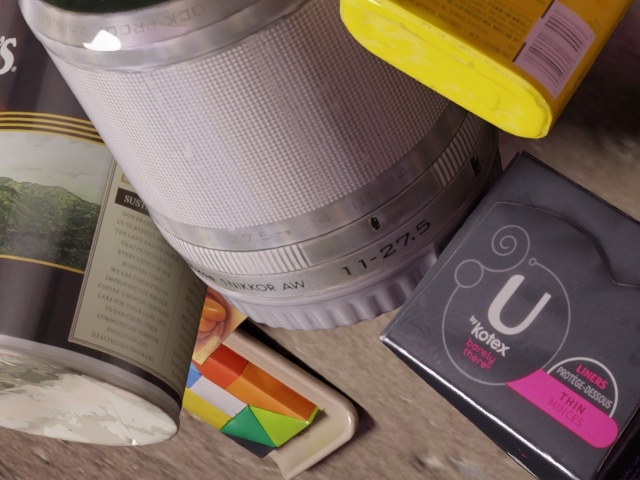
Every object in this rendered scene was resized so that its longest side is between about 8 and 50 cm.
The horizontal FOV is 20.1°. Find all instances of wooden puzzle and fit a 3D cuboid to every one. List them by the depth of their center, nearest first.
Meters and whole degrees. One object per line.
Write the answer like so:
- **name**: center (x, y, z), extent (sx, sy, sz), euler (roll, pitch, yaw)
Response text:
- **wooden puzzle**: center (-0.093, 0.135, 1.708), extent (0.238, 0.044, 0.221), euler (38, 154, -3)

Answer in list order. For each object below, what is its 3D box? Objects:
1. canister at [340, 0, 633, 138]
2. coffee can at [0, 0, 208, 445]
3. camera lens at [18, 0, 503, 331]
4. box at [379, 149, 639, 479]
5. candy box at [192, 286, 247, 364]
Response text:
- **canister**: center (0.102, -0.148, 0.869), extent (0.126, 0.170, 0.073), euler (32, 164, 10)
- **coffee can**: center (-0.163, -0.022, 1.218), extent (0.201, 0.275, 0.201), euler (10, 160, 4)
- **camera lens**: center (-0.029, -0.109, 1.042), extent (0.219, 0.219, 0.274), euler (13, 145, 38)
- **box**: center (0.179, 0.089, 1.088), extent (0.165, 0.143, 0.270), euler (35, 175, 34)
- **candy box**: center (-0.144, 0.015, 1.544), extent (0.186, 0.053, 0.109), euler (39, 142, -3)
